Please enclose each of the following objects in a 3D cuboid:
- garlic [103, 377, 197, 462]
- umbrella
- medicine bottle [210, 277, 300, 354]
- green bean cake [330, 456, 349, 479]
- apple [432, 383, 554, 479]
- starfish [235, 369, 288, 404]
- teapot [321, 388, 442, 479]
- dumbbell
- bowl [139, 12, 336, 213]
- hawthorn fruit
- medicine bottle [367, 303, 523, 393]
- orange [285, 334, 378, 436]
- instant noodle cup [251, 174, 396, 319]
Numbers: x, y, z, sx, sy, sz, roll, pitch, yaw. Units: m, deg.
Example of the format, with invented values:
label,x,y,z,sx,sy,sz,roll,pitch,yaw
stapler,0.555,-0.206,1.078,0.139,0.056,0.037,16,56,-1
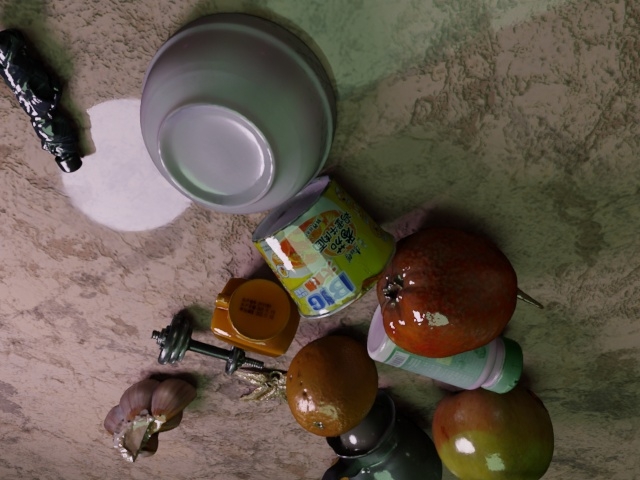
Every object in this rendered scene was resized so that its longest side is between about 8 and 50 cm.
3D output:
label,x,y,z,sx,sy,sz,roll,pitch,yaw
garlic,-0.427,0.422,1.187,0.160,0.214,0.191,33,173,2
umbrella,-0.420,-0.203,0.722,0.071,0.080,0.224,-23,135,-17
medicine bottle,-0.116,0.140,0.866,0.149,0.112,0.222,19,161,-5
green bean cake,0.095,0.693,1.282,0.131,0.224,0.230,23,133,-10
apple,0.356,0.402,0.987,0.261,0.194,0.261,-1,152,0
starfish,-0.091,0.368,1.153,0.247,0.050,0.138,4,132,10
teapot,0.102,0.498,1.099,0.305,0.223,0.285,-35,114,-9
dumbbell,-0.245,0.241,1.045,0.254,0.110,0.110,20,130,-17
bowl,-0.125,-0.148,0.665,0.287,0.144,0.287,5,131,6
hawthorn fruit,0.226,0.085,0.767,0.262,0.210,0.210,6,132,-13
medicine bottle,0.237,0.201,0.903,0.274,0.133,0.133,20,130,-7
orange,0.022,0.297,0.977,0.206,0.206,0.206,5,130,6
instant noodle cup,0.000,0.000,0.747,0.205,0.205,0.153,-27,110,28
